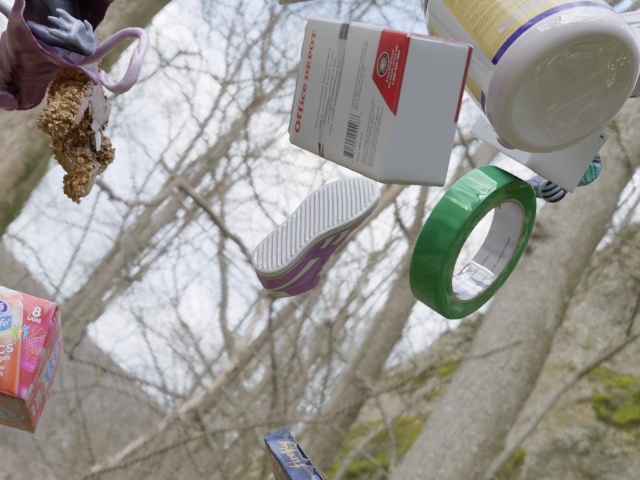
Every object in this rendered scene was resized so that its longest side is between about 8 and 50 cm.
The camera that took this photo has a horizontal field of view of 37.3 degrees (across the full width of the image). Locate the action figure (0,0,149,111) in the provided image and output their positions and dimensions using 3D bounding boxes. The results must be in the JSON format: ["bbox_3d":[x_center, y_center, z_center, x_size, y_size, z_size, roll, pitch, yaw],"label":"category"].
[{"bbox_3d":[-0.438,-0.300,1.479,0.275,0.248,0.370,28,-35,-19],"label":"action figure"}]

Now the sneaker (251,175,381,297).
[{"bbox_3d":[-0.001,0.000,1.788,0.102,0.282,0.161,49,-11,32],"label":"sneaker"}]

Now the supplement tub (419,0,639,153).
[{"bbox_3d":[0.307,-0.318,1.459,0.241,0.241,0.331,70,-3,-47],"label":"supplement tub"}]

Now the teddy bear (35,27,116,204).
[{"bbox_3d":[-0.446,-0.233,1.693,0.113,0.245,0.338,6,-42,8],"label":"teddy bear"}]

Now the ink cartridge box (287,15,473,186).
[{"bbox_3d":[0.074,-0.203,1.341,0.273,0.114,0.197,31,-66,56],"label":"ink cartridge box"}]

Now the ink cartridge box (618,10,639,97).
[{"bbox_3d":[0.595,-0.347,1.740,0.160,0.219,0.093,0,-57,34],"label":"ink cartridge box"}]

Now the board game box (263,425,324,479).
[{"bbox_3d":[0.001,0.419,1.429,0.243,0.042,0.165,48,-23,41],"label":"board game box"}]

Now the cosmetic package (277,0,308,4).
[{"bbox_3d":[-0.060,-0.640,1.858,0.160,0.113,0.309,114,-39,-67],"label":"cosmetic package"}]

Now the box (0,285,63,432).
[{"bbox_3d":[-0.414,0.157,1.233,0.122,0.128,0.257,17,-24,-7],"label":"box"}]

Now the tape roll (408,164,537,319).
[{"bbox_3d":[0.312,0.006,1.921,0.077,0.321,0.321,34,-24,32],"label":"tape roll"}]

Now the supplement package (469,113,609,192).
[{"bbox_3d":[0.430,-0.214,1.887,0.133,0.139,0.244,25,11,-25],"label":"supplement package"}]

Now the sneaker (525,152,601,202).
[{"bbox_3d":[0.532,-0.151,2.107,0.098,0.223,0.083,9,-63,48],"label":"sneaker"}]
